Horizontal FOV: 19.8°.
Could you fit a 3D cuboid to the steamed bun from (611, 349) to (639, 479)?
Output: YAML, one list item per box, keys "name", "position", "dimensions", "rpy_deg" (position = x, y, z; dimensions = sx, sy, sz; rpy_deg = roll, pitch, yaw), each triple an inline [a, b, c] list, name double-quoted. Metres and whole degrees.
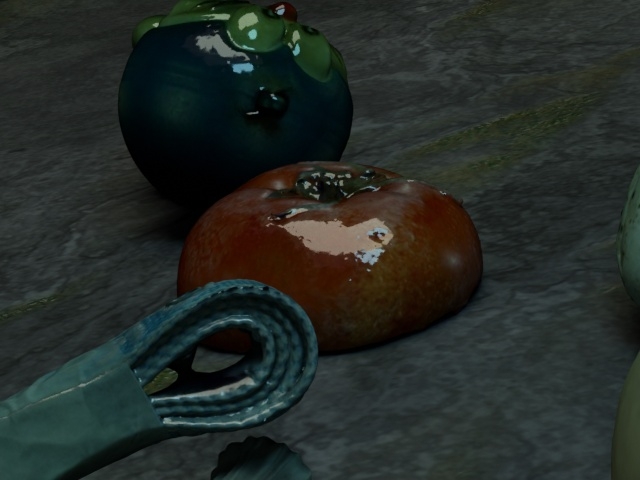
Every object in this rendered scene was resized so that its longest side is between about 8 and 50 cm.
- name: "steamed bun"
  position: [0.287, 0.118, 0.672]
  dimensions: [0.312, 0.233, 0.334]
  rpy_deg: [-21, 31, -39]

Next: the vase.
- name: "vase"
  position: [-0.055, 0.155, 0.959]
  dimensions: [0.081, 0.081, 0.149]
  rpy_deg: [-1, 16, 23]

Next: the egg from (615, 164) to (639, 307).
- name: "egg"
  position: [0.257, -0.011, 1.219]
  dimensions: [0.131, 0.131, 0.164]
  rpy_deg: [7, 31, 39]

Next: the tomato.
- name: "tomato"
  position: [0.000, 0.000, 1.359]
  dimensions: [0.237, 0.095, 0.237]
  rpy_deg: [-7, 18, 2]

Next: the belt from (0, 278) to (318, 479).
- name: "belt"
  position: [-0.140, 0.112, 0.992]
  dimensions: [0.302, 0.087, 0.072]
  rpy_deg: [-27, 8, -4]

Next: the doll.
- name: "doll"
  position: [-0.081, -0.111, 1.599]
  dimensions: [0.198, 0.186, 0.322]
  rpy_deg: [19, -5, -12]
